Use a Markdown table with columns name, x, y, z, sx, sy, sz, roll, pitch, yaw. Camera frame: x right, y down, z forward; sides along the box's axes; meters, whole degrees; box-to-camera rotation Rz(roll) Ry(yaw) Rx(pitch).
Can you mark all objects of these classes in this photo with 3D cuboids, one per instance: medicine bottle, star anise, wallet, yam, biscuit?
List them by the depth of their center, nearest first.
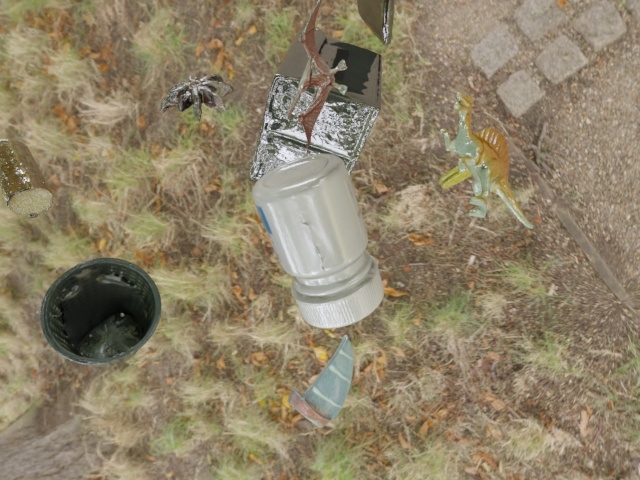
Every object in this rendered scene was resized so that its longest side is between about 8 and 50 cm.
| name | x | y | z | sx | sy | sz | roll | pitch | yaw |
| --- | --- | --- | --- | --- | --- | --- | --- | --- | --- |
| medicine bottle | 0.000 | 0.000 | 0.527 | 0.105 | 0.105 | 0.168 | -5 | 119 | 31 |
| star anise | -0.221 | -0.267 | 0.874 | 0.141 | 0.042 | 0.141 | -4 | 44 | 4 |
| yam | -0.542 | -0.113 | 0.875 | 0.084 | 0.084 | 0.127 | -40 | 70 | 21 |
| biscuit | 0.287 | -0.137 | 1.012 | 0.084 | 0.084 | 0.023 | -33 | 79 | 24 |
| wallet | 0.134 | -0.638 | 1.151 | 0.042 | 0.309 | 0.165 | -24 | 60 | -9 |

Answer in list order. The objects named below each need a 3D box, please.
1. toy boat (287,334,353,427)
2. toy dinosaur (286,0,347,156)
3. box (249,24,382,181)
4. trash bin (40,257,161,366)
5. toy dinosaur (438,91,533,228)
| name | x | y | z | sx | sy | sz | roll | pitch | yaw |
| --- | --- | --- | --- | --- | --- | --- | --- | --- | --- |
| toy boat | 0.018 | 0.198 | 0.680 | 0.122 | 0.096 | 0.034 | -49 | 32 | -12 |
| toy dinosaur | -0.004 | -0.227 | 0.694 | 0.032 | 0.108 | 0.220 | 16 | 114 | 34 |
| box | -0.004 | -0.283 | 1.077 | 0.204 | 0.345 | 0.251 | 18 | 129 | -6 |
| trash bin | -0.364 | 0.141 | 0.820 | 0.175 | 0.175 | 0.161 | 67 | 152 | 20 |
| toy dinosaur | 0.244 | -0.108 | 0.707 | 0.057 | 0.212 | 0.142 | 1 | 74 | 51 |
